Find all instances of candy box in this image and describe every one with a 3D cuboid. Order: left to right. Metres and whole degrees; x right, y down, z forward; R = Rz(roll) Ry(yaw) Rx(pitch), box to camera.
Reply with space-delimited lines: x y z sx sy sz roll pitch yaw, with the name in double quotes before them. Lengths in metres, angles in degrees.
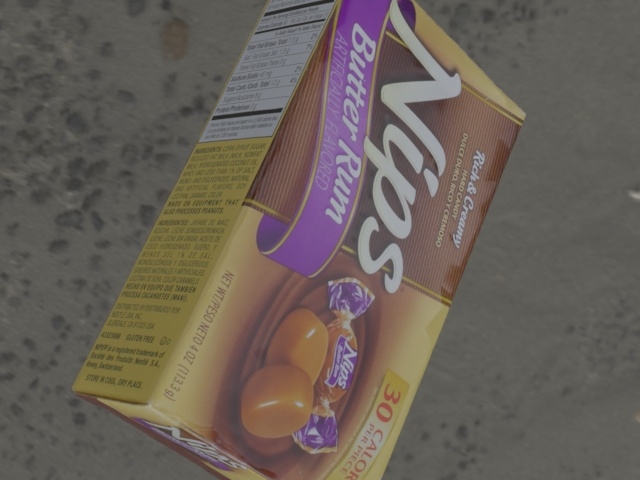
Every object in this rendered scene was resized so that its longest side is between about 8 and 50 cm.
"candy box" 0.000 0.000 0.490 0.109 0.053 0.186 39 66 -34
